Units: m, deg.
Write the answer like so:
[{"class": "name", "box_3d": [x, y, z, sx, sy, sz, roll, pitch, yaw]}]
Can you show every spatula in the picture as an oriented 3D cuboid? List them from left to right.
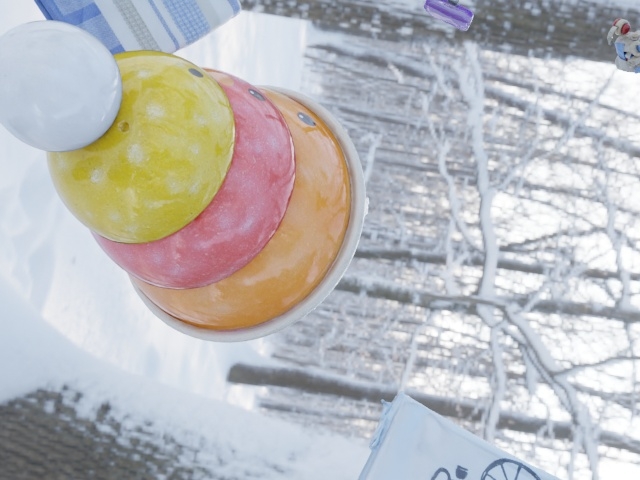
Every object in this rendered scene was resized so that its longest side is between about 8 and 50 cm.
[{"class": "spatula", "box_3d": [0.220, -0.404, 1.240, 0.296, 0.084, 0.030, 110, 5, -72]}]

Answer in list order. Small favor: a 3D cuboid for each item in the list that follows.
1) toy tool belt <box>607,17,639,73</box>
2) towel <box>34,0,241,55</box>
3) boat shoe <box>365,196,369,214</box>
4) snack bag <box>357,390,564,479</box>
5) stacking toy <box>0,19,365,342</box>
[{"class": "toy tool belt", "box_3d": [0.401, -0.242, 1.026, 0.051, 0.052, 0.083, 41, -5, 45]}, {"class": "towel", "box_3d": [-0.233, -0.322, 1.000, 0.034, 0.209, 0.285, -18, -160, 44]}, {"class": "boat shoe", "box_3d": [0.000, 0.000, 1.433, 0.277, 0.098, 0.096, -31, 101, -44]}, {"class": "snack bag", "box_3d": [0.144, 0.330, 0.676, 0.323, 0.342, 0.037, -57, 169, -36]}, {"class": "stacking toy", "box_3d": [-0.171, -0.089, 0.889, 0.480, 0.350, 0.351, 38, 58, -66]}]
